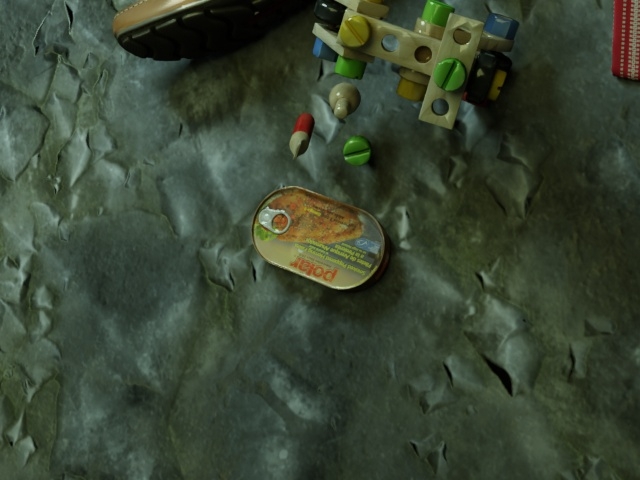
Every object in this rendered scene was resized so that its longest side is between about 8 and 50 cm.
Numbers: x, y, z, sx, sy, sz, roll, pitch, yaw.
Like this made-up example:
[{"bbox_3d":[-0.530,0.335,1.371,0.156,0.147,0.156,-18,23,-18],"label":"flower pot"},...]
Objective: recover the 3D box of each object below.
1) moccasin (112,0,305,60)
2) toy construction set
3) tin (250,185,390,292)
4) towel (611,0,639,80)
[{"bbox_3d":[-0.107,-0.362,1.723,0.380,0.139,0.147,-29,66,14],"label":"moccasin"},{"bbox_3d":[0.079,-0.197,1.515,0.257,0.237,0.309,41,109,-10],"label":"toy construction set"},{"bbox_3d":[0.000,0.000,1.643,0.190,0.040,0.106,22,82,26],"label":"tin"},{"bbox_3d":[0.467,-0.263,1.461,0.275,0.031,0.199,10,119,25],"label":"towel"}]
